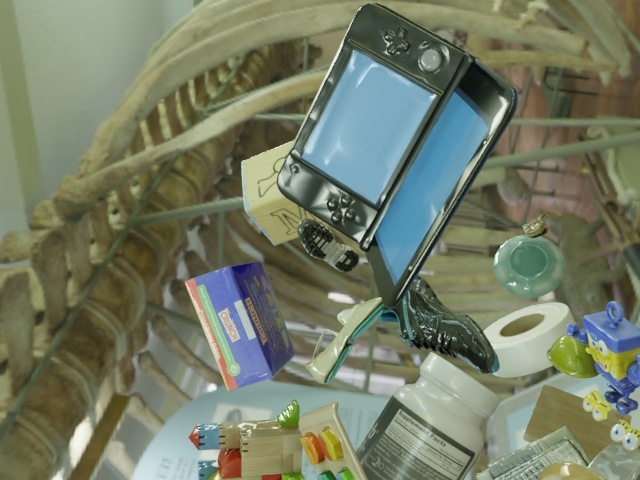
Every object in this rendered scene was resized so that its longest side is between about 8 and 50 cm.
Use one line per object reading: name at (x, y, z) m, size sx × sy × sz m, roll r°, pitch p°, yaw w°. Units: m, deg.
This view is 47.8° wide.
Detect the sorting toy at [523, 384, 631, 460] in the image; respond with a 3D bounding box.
sorting toy at (0.724, 0.555, 2.052) m, size 0.255 × 0.257 × 0.089 m, roll -39°, pitch -38°, yaw -53°

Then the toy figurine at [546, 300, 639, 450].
toy figurine at (0.557, 0.190, 1.335) m, size 0.362 × 0.191 × 0.217 m, roll -117°, pitch 10°, yaw -68°

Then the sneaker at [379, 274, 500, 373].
sneaker at (0.267, 0.215, 1.662) m, size 0.341 × 0.139 × 0.125 m, roll 40°, pitch 163°, yaw 46°

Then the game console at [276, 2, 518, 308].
game console at (0.073, -0.113, 0.890) m, size 0.293 × 0.250 × 0.173 m, roll -62°, pitch -12°, yaw 21°

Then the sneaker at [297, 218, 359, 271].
sneaker at (0.000, 0.000, 1.803) m, size 0.078 × 0.106 × 0.234 m, roll -50°, pitch -42°, yaw 4°

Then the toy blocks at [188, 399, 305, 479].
toy blocks at (-0.182, 0.585, 1.725) m, size 0.191 × 0.260 × 0.382 m, roll -143°, pitch 54°, yaw -74°

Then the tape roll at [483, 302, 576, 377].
tape roll at (0.611, 0.288, 2.121) m, size 0.100 × 0.286 × 0.286 m, roll 63°, pitch -171°, yaw -6°

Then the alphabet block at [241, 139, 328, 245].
alphabet block at (-0.087, -0.134, 1.997) m, size 0.193 × 0.197 × 0.192 m, roll 52°, pitch -156°, yaw -50°

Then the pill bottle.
pill bottle at (0.200, 0.427, 1.469) m, size 0.363 × 0.210 × 0.210 m, roll -56°, pitch -7°, yaw -4°

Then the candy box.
candy box at (-0.179, 0.193, 1.732) m, size 0.317 × 0.122 × 0.268 m, roll 4°, pitch -115°, yaw -83°

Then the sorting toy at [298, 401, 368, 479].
sorting toy at (0.023, 0.410, 1.322) m, size 0.208 × 0.038 × 0.193 m, roll 69°, pitch 154°, yaw 12°

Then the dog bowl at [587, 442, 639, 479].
dog bowl at (0.602, 0.569, 1.456) m, size 0.348 × 0.102 × 0.349 m, roll -13°, pitch -70°, yaw -40°

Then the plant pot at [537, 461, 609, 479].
plant pot at (0.395, 0.440, 1.054) m, size 0.236 × 0.032 × 0.236 m, roll 38°, pitch 139°, yaw 44°

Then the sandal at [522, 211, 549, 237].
sandal at (0.562, -0.030, 1.870) m, size 0.049 × 0.072 × 0.180 m, roll 59°, pitch -157°, yaw -3°

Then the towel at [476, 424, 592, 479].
towel at (0.570, 0.662, 1.786) m, size 0.312 × 0.324 × 0.056 m, roll -43°, pitch -23°, yaw 32°

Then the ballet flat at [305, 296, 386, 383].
ballet flat at (0.053, 0.209, 1.631) m, size 0.248 × 0.086 × 0.086 m, roll -54°, pitch -3°, yaw 4°

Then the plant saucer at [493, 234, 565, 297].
plant saucer at (0.580, 0.063, 2.010) m, size 0.037 × 0.194 × 0.195 m, roll 64°, pitch -149°, yaw -60°
